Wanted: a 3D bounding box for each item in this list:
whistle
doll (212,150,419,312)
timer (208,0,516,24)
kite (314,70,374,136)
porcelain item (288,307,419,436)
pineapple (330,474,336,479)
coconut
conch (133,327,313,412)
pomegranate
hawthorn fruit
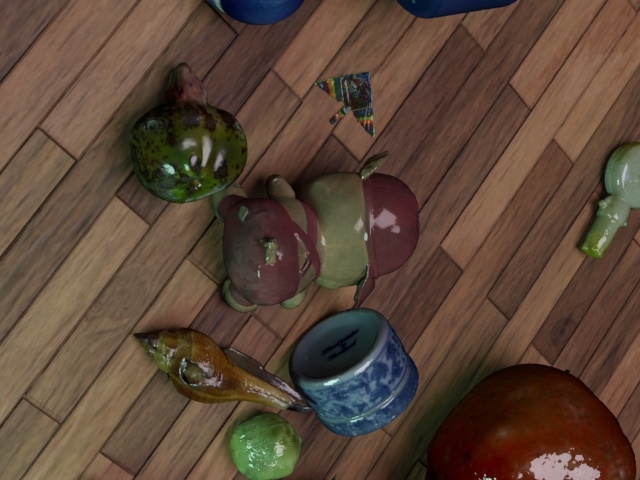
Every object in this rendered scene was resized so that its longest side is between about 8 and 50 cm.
[{"bbox_3d":[0.465,-0.061,1.866,0.104,0.057,0.198,39,75,-32],"label":"whistle"},{"bbox_3d":[-0.001,-0.003,1.508,0.255,0.152,0.196,-12,138,-16],"label":"doll"},{"bbox_3d":[0.037,-0.359,1.439,0.383,0.270,0.270,-21,110,-13],"label":"timer"},{"bbox_3d":[0.043,-0.185,1.591,0.122,0.004,0.090,45,73,-31],"label":"kite"},{"bbox_3d":[0.045,0.174,1.571,0.147,0.147,0.114,-44,122,-20],"label":"porcelain item"},{"bbox_3d":[-0.056,0.377,1.576,0.221,0.083,0.103,-7,86,-33],"label":"pineapple"},{"bbox_3d":[-0.066,0.265,1.553,0.096,0.088,0.088,-13,105,-26],"label":"coconut"},{"bbox_3d":[-0.126,0.169,1.492,0.232,0.086,0.080,33,103,-33],"label":"conch"},{"bbox_3d":[-0.152,-0.123,1.399,0.138,0.125,0.163,1,98,-21],"label":"pomegranate"},{"bbox_3d":[0.291,0.333,1.697,0.311,0.295,0.295,-42,119,-20],"label":"hawthorn fruit"}]
